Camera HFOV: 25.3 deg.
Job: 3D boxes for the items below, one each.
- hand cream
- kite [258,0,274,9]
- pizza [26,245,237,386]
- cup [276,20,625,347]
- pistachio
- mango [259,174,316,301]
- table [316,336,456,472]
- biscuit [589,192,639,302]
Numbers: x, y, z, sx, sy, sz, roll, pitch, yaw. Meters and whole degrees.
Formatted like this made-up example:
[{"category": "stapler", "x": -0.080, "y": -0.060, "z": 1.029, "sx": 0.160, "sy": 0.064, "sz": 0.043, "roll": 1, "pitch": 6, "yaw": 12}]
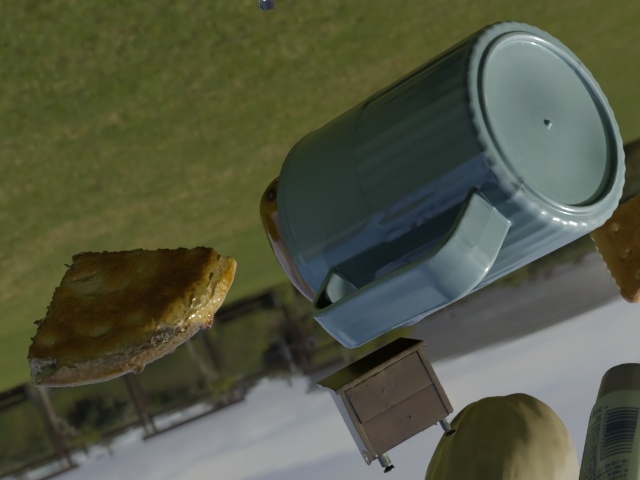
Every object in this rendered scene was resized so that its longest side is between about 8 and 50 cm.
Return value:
[{"category": "hand cream", "x": 0.291, "y": 0.231, "z": 1.385, "sx": 0.133, "sy": 0.083, "sz": 0.248, "roll": -58, "pitch": -176, "yaw": 49}, {"category": "kite", "x": -0.086, "y": -0.377, "z": 1.624, "sx": 0.321, "sy": 0.234, "sz": 0.016, "roll": -7, "pitch": 178, "yaw": -25}, {"category": "pizza", "x": -0.278, "y": 0.093, "z": 2.017, "sx": 0.335, "sy": 0.226, "sz": 0.086, "roll": -32, "pitch": 138, "yaw": -21}, {"category": "cup", "x": 0.123, "y": -0.062, "z": 1.556, "sx": 0.331, "sy": 0.257, "sz": 0.311, "roll": -20, "pitch": 173, "yaw": -45}, {"category": "pistachio", "x": 0.231, "y": 0.347, "z": 1.858, "sx": 0.207, "sy": 0.226, "sz": 0.332, "roll": -14, "pitch": -143, "yaw": 27}, {"category": "mango", "x": 0.000, "y": 0.000, "z": 2.070, "sx": 0.138, "sy": 0.253, "sz": 0.113, "roll": -42, "pitch": -141, "yaw": -19}, {"category": "table", "x": 0.058, "y": 0.136, "z": 1.173, "sx": 0.083, "sy": 0.082, "sz": 0.070, "roll": -28, "pitch": -175, "yaw": -12}, {"category": "biscuit", "x": 0.517, "y": -0.030, "z": 2.071, "sx": 0.249, "sy": 0.160, "sz": 0.030, "roll": -35, "pitch": 139, "yaw": 19}]
